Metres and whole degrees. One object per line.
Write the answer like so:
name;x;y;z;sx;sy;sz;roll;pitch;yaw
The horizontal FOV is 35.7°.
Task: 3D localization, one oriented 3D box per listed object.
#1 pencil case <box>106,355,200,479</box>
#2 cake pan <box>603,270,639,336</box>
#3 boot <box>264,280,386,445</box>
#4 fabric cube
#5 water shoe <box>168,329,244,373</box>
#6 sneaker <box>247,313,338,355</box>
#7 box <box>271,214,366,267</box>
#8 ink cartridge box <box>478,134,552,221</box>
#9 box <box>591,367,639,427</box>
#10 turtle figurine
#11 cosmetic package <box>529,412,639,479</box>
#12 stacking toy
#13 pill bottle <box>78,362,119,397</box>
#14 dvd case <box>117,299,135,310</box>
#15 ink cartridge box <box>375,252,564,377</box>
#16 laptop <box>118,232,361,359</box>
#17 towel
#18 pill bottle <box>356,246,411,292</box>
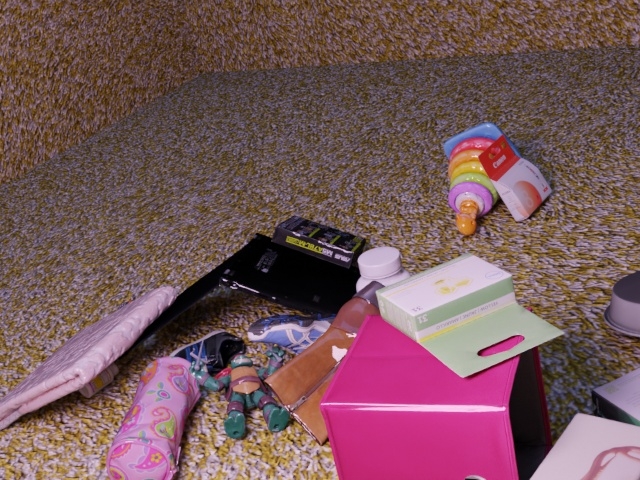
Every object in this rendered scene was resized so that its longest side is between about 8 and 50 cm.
pencil case;-0.287;0.321;1.738;0.124;0.124;0.284;-10;24;8
cake pan;0.642;0.098;1.733;0.293;0.054;0.293;-11;12;2
boot;0.088;0.239;1.699;0.280;0.264;0.096;-44;-8;-22
fabric cube;0.177;0.267;1.426;0.258;0.254;0.259;-3;25;21
water shoe;-0.231;0.235;1.944;0.080;0.073;0.203;3;28;38
sneaker;-0.032;0.176;1.775;0.211;0.081;0.080;3;5;-29
box;0.000;0.000;2.232;0.184;0.045;0.191;21;12;6
ink cartridge box;0.456;-0.153;2.311;0.045;0.179;0.145;-23;11;44
box;0.593;0.264;1.459;0.232;0.058;0.322;-21;23;-16
turtle figurine;-0.136;0.255;1.800;0.175;0.118;0.234;-22;37;-2
cosmetic package;0.327;0.370;1.249;0.129;0.153;0.296;7;33;37
stacking toy;0.364;-0.116;2.347;0.166;0.175;0.302;-24;31;38
pill bottle;-0.448;0.279;2.003;0.043;0.043;0.083;7;30;39
dvd case;-0.412;0.158;2.292;0.119;0.013;0.087;-13;24;4
ink cartridge box;0.206;0.099;1.410;0.171;0.056;0.235;-21;21;-17
laptop;-0.146;0.147;2.066;0.408;0.236;0.382;19;15;2
towel;-0.471;0.231;1.978;0.317;0.053;0.332;-28;12;33
pill bottle;0.128;0.115;1.868;0.108;0.193;0.108;-11;24;5
